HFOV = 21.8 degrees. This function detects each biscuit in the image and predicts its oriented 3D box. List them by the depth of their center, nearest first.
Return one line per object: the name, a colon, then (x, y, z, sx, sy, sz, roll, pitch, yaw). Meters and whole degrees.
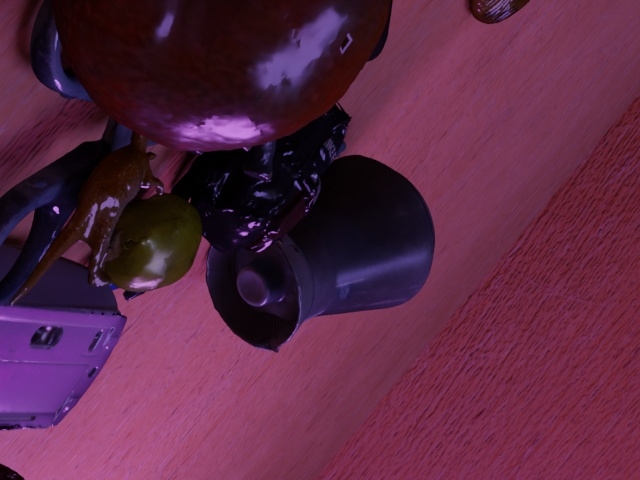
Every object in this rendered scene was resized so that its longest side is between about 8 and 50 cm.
biscuit: (0.244, -0.321, 1.873, 0.228, 0.031, 0.176, -44, 167, -18)

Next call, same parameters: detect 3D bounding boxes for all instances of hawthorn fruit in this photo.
hawthorn fruit: (-0.063, -0.157, 1.022, 0.210, 0.210, 0.262, -49, -176, -1)

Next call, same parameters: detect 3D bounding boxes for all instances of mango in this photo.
mango: (-0.138, 0.000, 1.374, 0.091, 0.074, 0.165, -21, -175, 8)

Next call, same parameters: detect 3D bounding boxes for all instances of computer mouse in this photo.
computer mouse: (-0.262, 0.079, 1.252, 0.158, 0.072, 0.310, -56, 158, 9)

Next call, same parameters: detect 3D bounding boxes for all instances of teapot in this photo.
teapot: (0.000, 0.000, 1.735, 0.225, 0.171, 0.203, -25, 121, -46)

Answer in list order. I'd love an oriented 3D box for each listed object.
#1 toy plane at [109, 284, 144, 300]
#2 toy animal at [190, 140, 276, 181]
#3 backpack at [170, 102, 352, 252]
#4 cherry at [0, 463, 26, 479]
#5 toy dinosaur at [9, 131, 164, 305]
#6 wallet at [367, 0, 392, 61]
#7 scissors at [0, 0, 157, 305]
toy plane: (-0.195, 0.039, 1.432, 0.062, 0.054, 0.167, -28, -178, 37)
toy animal: (-0.055, -0.121, 1.255, 0.269, 0.082, 0.137, 20, 89, -83)
backpack: (-0.044, -0.065, 1.471, 0.165, 0.106, 0.120, -45, -177, -19)
cherry: (-0.327, 0.260, 1.325, 0.250, 0.192, 0.175, -4, 96, -58)
toy dinosaur: (-0.158, -0.030, 1.161, 0.162, 0.039, 0.126, -24, 127, -61)
wallet: (0.023, -0.247, 1.191, 0.229, 0.049, 0.182, 61, 31, -75)
scissors: (-0.133, -0.098, 1.246, 0.383, 0.029, 0.256, -29, 143, -63)
